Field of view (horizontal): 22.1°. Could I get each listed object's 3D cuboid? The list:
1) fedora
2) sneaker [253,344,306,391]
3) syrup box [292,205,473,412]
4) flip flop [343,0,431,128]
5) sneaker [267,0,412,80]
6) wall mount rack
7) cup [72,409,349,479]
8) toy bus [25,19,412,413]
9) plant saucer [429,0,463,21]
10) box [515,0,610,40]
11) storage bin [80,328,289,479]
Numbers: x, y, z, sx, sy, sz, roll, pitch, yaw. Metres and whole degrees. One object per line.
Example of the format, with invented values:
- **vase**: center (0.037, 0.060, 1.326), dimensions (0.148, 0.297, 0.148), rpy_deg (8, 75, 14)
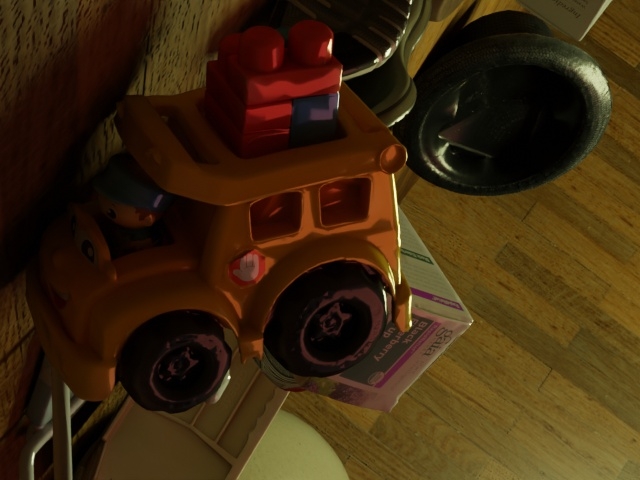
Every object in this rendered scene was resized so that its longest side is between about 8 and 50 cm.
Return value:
- **fedora**: center (0.258, -0.215, 2.369), dimensions (0.334, 0.334, 0.152), rpy_deg (121, -23, -48)
- **sneaker**: center (-0.041, 0.014, 1.348), dimensions (0.088, 0.225, 0.093), rpy_deg (-14, 170, 8)
- **syrup box**: center (0.000, 0.000, 1.159), dimensions (0.096, 0.237, 0.093), rpy_deg (21, 119, -42)
- **flip flop**: center (0.027, -0.152, 1.364), dimensions (0.112, 0.080, 0.277), rpy_deg (-27, -153, 33)
- **sneaker**: center (0.010, -0.144, 1.213), dimensions (0.229, 0.086, 0.132), rpy_deg (-50, 176, -46)
- **wall mount rack**: center (-0.162, 0.133, 1.244), dimensions (0.304, 0.130, 0.350), rpy_deg (-51, 174, -33)
- **cup**: center (-0.152, 0.307, 1.803), dimensions (0.331, 0.331, 0.237), rpy_deg (-53, 151, -5)
- **toy bus**: center (-0.059, -0.029, 0.954), dimensions (0.220, 0.149, 0.211), rpy_deg (-13, 128, -21)
- **plant saucer**: center (0.177, -0.335, 1.720), dimensions (0.278, 0.041, 0.278), rpy_deg (-52, 175, -6)
- **box**: center (0.204, -0.297, 1.384), dimensions (0.181, 0.182, 0.119), rpy_deg (-50, 172, -39)
- **storage bin**: center (-0.117, 0.154, 1.561), dimensions (0.260, 0.123, 0.262), rpy_deg (-59, -176, -18)
